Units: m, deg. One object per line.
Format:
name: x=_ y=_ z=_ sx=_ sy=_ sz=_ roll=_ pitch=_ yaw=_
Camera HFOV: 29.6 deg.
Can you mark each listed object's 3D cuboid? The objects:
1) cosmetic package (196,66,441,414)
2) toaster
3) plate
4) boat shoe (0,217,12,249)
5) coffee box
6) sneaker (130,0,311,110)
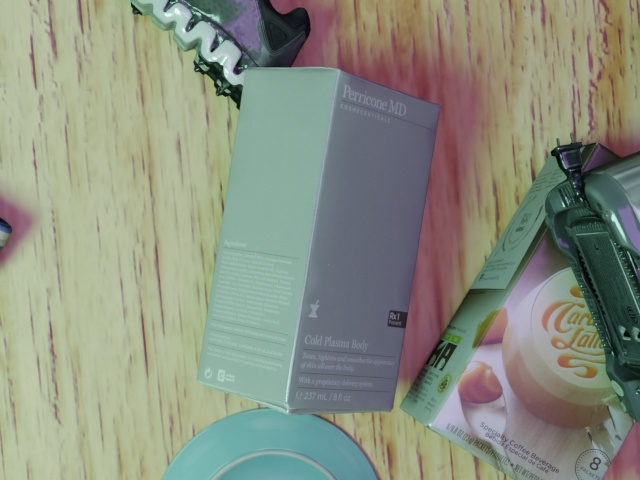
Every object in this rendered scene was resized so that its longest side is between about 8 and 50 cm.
cosmetic package: x=0.000 y=0.000 z=0.886 sx=0.127 sy=0.107 sz=0.238 roll=8 pitch=93 yaw=-48
toaster: x=0.257 y=0.012 z=0.832 sx=0.146 sy=0.129 sz=0.227 roll=-23 pitch=92 yaw=-12
plate: x=-0.038 y=0.225 z=0.944 sx=0.188 sy=0.024 sz=0.188 roll=0 pitch=91 yaw=-8
boat shoe: x=-0.322 y=-0.026 z=0.885 sx=0.183 sy=0.066 sz=0.066 roll=29 pitch=88 yaw=-6
coffee box: x=0.189 y=0.064 z=0.935 sx=0.141 sy=0.098 sz=0.247 roll=31 pitch=86 yaw=-7
sneaker: x=-0.100 y=-0.207 z=0.912 sx=0.234 sy=0.078 sz=0.106 roll=44 pitch=82 yaw=-9
